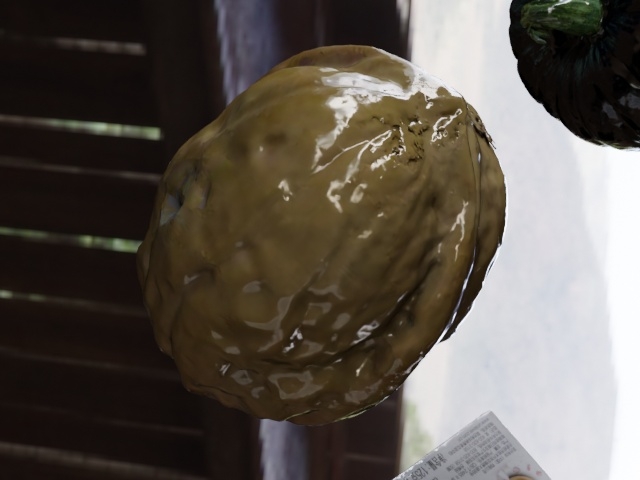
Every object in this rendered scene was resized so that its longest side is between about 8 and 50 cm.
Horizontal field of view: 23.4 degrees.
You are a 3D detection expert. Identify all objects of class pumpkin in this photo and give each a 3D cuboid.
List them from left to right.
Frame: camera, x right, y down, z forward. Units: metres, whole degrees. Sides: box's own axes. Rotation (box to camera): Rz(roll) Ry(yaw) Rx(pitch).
[{"bbox_3d":[0.225,-0.161,1.113,0.150,0.194,0.194,-30,126,-69],"label":"pumpkin"}]

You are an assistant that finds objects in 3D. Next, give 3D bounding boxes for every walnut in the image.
[{"bbox_3d":[0.000,0.000,0.867,0.245,0.198,0.198,-46,-168,32],"label":"walnut"}]

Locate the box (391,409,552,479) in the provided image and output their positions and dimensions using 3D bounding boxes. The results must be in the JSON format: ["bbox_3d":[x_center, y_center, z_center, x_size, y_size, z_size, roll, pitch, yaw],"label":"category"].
[{"bbox_3d":[0.115,0.256,1.337,0.199,0.135,0.081,-29,159,-33],"label":"box"}]
